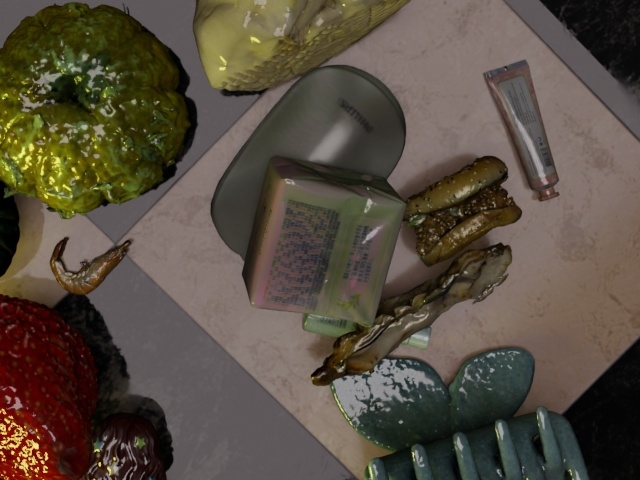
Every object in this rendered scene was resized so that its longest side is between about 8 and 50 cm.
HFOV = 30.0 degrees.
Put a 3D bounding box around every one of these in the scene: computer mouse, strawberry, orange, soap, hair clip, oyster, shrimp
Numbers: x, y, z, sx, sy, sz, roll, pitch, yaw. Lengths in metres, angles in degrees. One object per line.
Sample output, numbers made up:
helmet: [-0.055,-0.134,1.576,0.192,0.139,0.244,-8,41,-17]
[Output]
computer mouse: [-0.017,-0.104,1.746,0.197,0.095,0.331,39,93,-1]
strawberry: [-0.432,0.222,1.671,0.261,0.258,0.261,0,125,0]
orange: [-0.339,-0.187,1.658,0.301,0.223,0.300,-15,92,-5]
soap: [0.000,0.000,1.664,0.182,0.138,0.199,10,110,-15]
hair clip: [0.212,0.333,1.720,0.318,0.238,0.392,-15,95,-3]
oyster: [0.127,0.102,1.717,0.345,0.129,0.079,-33,72,-1]
shrimp: [-0.342,0.024,1.777,0.127,0.025,0.091,-33,94,4]

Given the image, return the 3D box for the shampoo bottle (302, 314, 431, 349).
shampoo bottle: [0.072,0.123,1.791,0.190,0.041,0.069,14,89,-4]

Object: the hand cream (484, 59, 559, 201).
hand cream: [0.307,-0.161,1.779,0.067,0.043,0.210,-18,90,-2]

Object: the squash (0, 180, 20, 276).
squash: [-0.532,-0.020,1.693,0.218,0.172,0.218,0,87,6]

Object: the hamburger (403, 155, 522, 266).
hamburger: [0.192,-0.046,1.724,0.177,0.185,0.113,-36,101,-37]

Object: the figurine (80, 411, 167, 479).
figurine: [-0.306,0.371,1.762,0.174,0.116,0.240,14,95,-3]

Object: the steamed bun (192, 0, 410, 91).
steamed bun: [-0.040,-0.355,1.648,0.289,0.276,0.203,-31,84,25]
